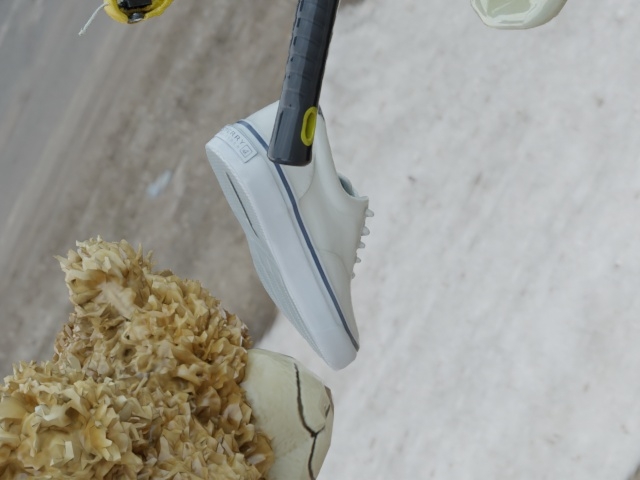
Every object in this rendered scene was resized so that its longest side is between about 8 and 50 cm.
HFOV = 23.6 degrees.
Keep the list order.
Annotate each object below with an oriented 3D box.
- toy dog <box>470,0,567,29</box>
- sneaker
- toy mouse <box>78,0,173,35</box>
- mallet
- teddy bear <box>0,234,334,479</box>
[{"bbox_3d":[0.096,-0.318,0.877,0.284,0.408,0.395,7,80,39],"label":"toy dog"},{"bbox_3d":[0.000,0.000,1.128,0.091,0.258,0.094,-34,50,-12],"label":"sneaker"},{"bbox_3d":[-0.168,-0.254,1.301,0.031,0.161,0.143,-19,92,54],"label":"toy mouse"},{"bbox_3d":[0.012,-0.120,0.524,0.039,0.062,0.189,17,108,30],"label":"mallet"},{"bbox_3d":[-0.049,0.131,0.531,0.113,0.245,0.338,-28,10,15],"label":"teddy bear"}]
